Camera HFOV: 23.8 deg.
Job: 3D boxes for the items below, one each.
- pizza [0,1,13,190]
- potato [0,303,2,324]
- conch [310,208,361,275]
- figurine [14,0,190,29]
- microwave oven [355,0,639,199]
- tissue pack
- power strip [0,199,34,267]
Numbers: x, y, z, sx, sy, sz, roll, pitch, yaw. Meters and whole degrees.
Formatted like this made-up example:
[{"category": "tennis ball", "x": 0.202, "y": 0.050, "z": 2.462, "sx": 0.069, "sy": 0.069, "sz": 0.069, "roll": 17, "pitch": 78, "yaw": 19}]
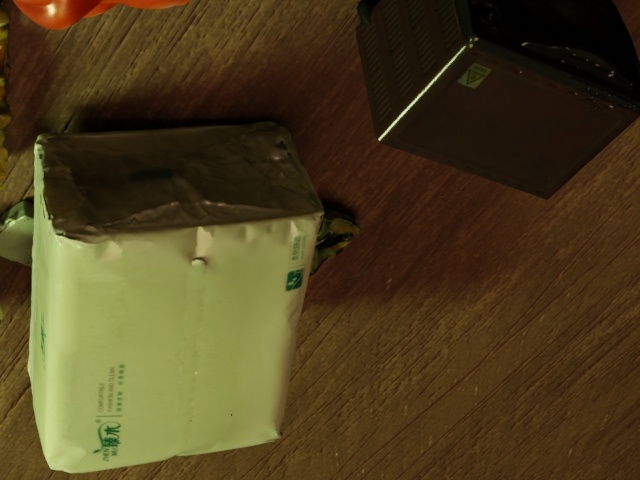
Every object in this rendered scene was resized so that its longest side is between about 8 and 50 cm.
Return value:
[{"category": "pizza", "x": -0.447, "y": -0.142, "z": 1.535, "sx": 0.268, "sy": 0.087, "sz": 0.258, "roll": 0, "pitch": 137, "yaw": -11}, {"category": "potato", "x": -0.460, "y": 0.081, "z": 1.774, "sx": 0.161, "sy": 0.128, "sz": 0.235, "roll": 27, "pitch": 134, "yaw": -17}, {"category": "conch", "x": 0.000, "y": 0.000, "z": 1.815, "sx": 0.121, "sy": 0.074, "sz": 0.089, "roll": -13, "pitch": 170, "yaw": -34}, {"category": "figurine", "x": -0.167, "y": -0.331, "z": 1.128, "sx": 0.241, "sy": 0.412, "sz": 0.306, "roll": -17, "pitch": 111, "yaw": 14}, {"category": "microwave oven", "x": 0.187, "y": -0.186, "z": 1.554, "sx": 0.247, "sy": 0.178, "sz": 0.188, "roll": 15, "pitch": 134, "yaw": -29}, {"category": "tissue pack", "x": -0.175, "y": 0.065, "z": 1.711, "sx": 0.297, "sy": 0.207, "sz": 0.380, "roll": -6, "pitch": 133, "yaw": -16}, {"category": "power strip", "x": -0.301, "y": 0.011, "z": 1.792, "sx": 0.227, "sy": 0.029, "sz": 0.080, "roll": 26, "pitch": 129, "yaw": -38}]
